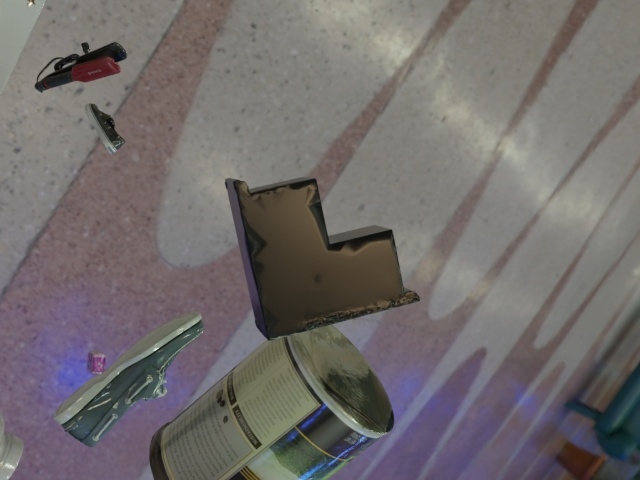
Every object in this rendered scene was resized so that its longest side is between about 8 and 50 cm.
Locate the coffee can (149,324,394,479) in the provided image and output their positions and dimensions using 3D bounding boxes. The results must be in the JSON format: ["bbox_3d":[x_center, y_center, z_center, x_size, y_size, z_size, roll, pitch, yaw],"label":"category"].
[{"bbox_3d":[-0.067,0.258,1.184,0.275,0.202,0.201,-41,153,16],"label":"coffee can"}]

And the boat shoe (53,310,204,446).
[{"bbox_3d":[-0.331,0.252,1.587,0.319,0.099,0.116,-38,-168,-7],"label":"boat shoe"}]

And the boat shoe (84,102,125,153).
[{"bbox_3d":[-0.438,-0.234,1.774,0.040,0.142,0.049,-34,150,0],"label":"boat shoe"}]

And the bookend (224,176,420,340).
[{"bbox_3d":[0.000,0.000,0.857,0.156,0.072,0.157,-14,99,-12],"label":"bookend"}]

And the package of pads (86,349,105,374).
[{"bbox_3d":[-0.520,0.282,2.010,0.031,0.083,0.050,5,87,-24],"label":"package of pads"}]

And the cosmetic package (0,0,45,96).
[{"bbox_3d":[-0.581,-0.389,1.446,0.196,0.155,0.366,23,91,-29],"label":"cosmetic package"}]

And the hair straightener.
[{"bbox_3d":[-0.450,-0.325,1.624,0.047,0.230,0.089,48,43,-37],"label":"hair straightener"}]

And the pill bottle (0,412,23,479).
[{"bbox_3d":[-0.607,0.299,1.369,0.264,0.146,0.146,39,87,-31],"label":"pill bottle"}]
